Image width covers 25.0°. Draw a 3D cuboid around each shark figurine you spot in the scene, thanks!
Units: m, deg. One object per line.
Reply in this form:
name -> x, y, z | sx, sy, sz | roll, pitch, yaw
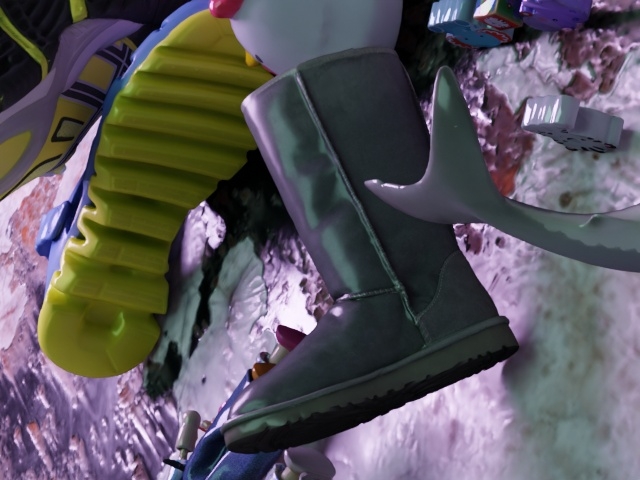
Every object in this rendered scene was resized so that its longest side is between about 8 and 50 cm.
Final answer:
shark figurine -> 0.175, -0.026, 0.659 | 0.116, 0.278, 0.166 | 91, 157, -79

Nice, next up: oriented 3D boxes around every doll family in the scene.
doll family -> -0.053, 0.170, 0.891 | 0.163, 0.118, 0.263 | -57, 36, 20

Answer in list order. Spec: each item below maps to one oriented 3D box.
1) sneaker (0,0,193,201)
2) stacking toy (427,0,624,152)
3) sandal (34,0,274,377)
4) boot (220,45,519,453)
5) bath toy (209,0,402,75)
sneaker -> -0.226, -0.141, 1.163 | 0.384, 0.145, 0.147 | -46, -25, -48
stacking toy -> 0.117, -0.138, 0.875 | 0.221, 0.052, 0.167 | 3, 76, 59
sandal -> -0.148, -0.054, 1.148 | 0.317, 0.126, 0.138 | -59, 31, 14
boot -> -0.001, 0.001, 0.832 | 0.076, 0.190, 0.208 | 110, 138, -69
bath toy -> -0.037, -0.242, 1.071 | 0.151, 0.129, 0.348 | 112, 154, -44
